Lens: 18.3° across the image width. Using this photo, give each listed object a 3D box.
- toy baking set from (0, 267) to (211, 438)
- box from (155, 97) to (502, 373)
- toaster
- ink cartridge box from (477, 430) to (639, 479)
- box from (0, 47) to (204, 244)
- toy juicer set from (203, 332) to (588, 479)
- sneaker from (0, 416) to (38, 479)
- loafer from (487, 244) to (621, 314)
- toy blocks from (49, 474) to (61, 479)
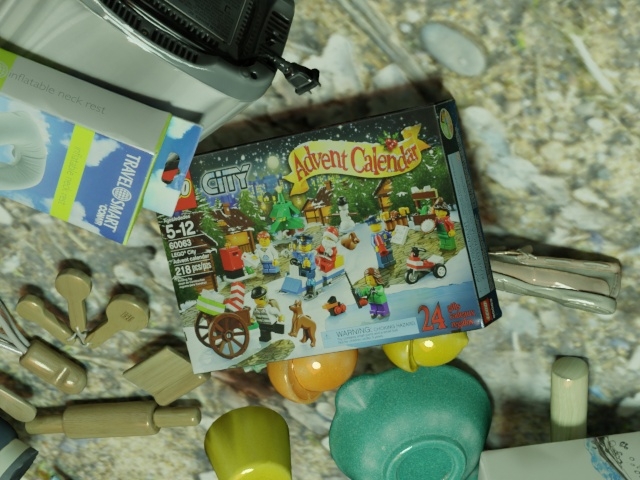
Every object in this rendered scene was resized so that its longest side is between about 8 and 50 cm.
[{"bbox_3d":[-0.219,0.096,1.652,0.256,0.030,0.196,-8,129,22],"label":"toy baking set"},{"bbox_3d":[0.000,0.000,1.417,0.233,0.044,0.159,-11,96,25],"label":"box"},{"bbox_3d":[-0.124,-0.140,1.309,0.227,0.129,0.146,32,138,-21],"label":"toaster"},{"bbox_3d":[0.246,0.265,1.546,0.233,0.168,0.171,-7,137,-5],"label":"ink cartridge box"},{"bbox_3d":[-0.174,-0.063,1.286,0.178,0.042,0.109,21,143,-3],"label":"box"},{"bbox_3d":[0.086,0.126,1.567,0.329,0.089,0.209,8,123,-19],"label":"toy juicer set"},{"bbox_3d":[-0.371,0.229,1.790,0.131,0.112,0.319,42,131,-2],"label":"sneaker"},{"bbox_3d":[0.161,0.022,1.468,0.125,0.039,0.045,15,170,4],"label":"loafer"},{"bbox_3d":[-0.179,0.258,1.785,0.123,0.054,0.148,-18,127,31],"label":"toy blocks"}]
